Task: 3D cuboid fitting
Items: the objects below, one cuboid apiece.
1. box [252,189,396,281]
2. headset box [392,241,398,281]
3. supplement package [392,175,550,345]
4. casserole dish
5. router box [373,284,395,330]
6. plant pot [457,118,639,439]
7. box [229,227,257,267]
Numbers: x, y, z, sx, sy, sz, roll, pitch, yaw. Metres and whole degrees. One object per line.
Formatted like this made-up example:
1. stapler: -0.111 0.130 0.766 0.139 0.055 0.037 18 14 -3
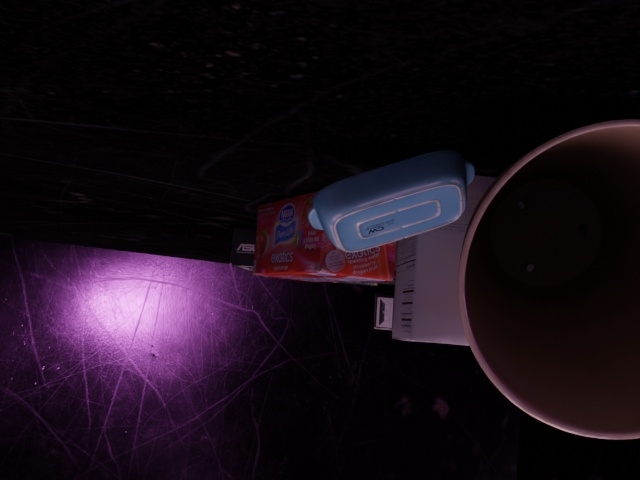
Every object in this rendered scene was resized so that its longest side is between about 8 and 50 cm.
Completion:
1. box: 0.000 0.000 1.158 0.128 0.122 0.257 8 173 -26
2. headset box: 0.217 0.026 1.289 0.218 0.110 0.293 6 174 -19
3. supplement package: 0.201 0.032 0.932 0.194 0.203 0.149 6 174 -4
4. casserole dish: 0.080 -0.036 0.799 0.188 0.037 0.114 -16 149 4
5. router box: 0.247 0.101 1.573 0.243 0.081 0.309 4 -161 9
6. plant pot: 0.247 0.012 0.711 0.257 0.256 0.274 4 -170 4
7. box: -0.012 0.045 1.725 0.318 0.097 0.395 6 174 8
